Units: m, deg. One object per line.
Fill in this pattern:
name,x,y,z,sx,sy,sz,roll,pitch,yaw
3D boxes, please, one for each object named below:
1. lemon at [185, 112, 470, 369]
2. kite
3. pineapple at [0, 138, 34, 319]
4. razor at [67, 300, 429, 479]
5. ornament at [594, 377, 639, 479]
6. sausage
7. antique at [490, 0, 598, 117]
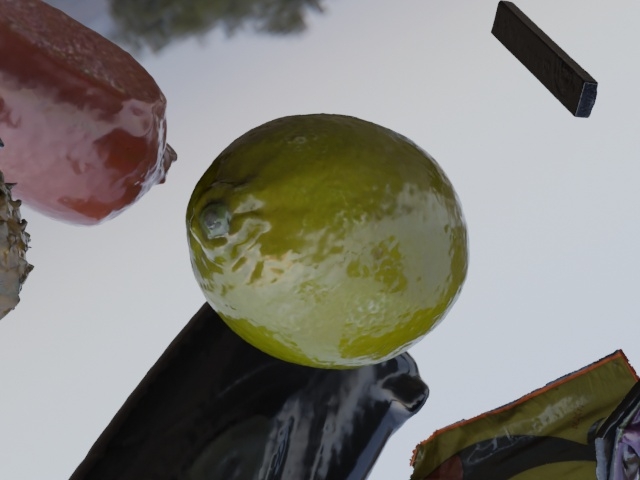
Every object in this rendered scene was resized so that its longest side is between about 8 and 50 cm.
lemon,0.000,0.000,1.228,0.248,0.184,0.184,7,158,-44
kite,0.200,0.252,1.307,0.013,0.327,0.377,110,4,-61
pineapple,-0.251,-0.055,1.094,0.125,0.125,0.251,-30,-133,12
razor,-0.076,0.192,1.386,0.349,0.204,0.113,-54,179,-18
ornament,0.253,0.132,0.926,0.203,0.088,0.081,21,-121,29
sausage,-0.220,-0.102,1.295,0.148,0.254,0.148,-43,-151,31
antique,0.171,-0.143,1.360,0.015,0.031,0.192,2,-155,-17
